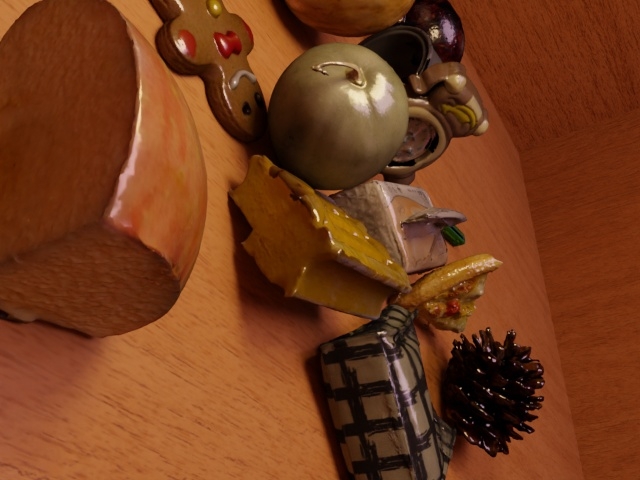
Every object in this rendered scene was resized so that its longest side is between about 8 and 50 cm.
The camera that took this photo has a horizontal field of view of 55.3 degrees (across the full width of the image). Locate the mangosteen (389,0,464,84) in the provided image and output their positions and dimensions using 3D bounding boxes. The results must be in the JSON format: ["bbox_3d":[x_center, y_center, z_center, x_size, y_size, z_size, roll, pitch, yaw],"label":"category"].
[{"bbox_3d":[0.314,-0.636,1.964,0.297,0.293,0.297,-23,90,-89],"label":"mangosteen"}]

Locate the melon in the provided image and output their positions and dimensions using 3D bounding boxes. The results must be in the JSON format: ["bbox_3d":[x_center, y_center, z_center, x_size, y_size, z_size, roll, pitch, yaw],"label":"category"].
[{"bbox_3d":[0.027,-0.222,1.123,0.271,0.308,0.272,10,72,-33],"label":"melon"}]

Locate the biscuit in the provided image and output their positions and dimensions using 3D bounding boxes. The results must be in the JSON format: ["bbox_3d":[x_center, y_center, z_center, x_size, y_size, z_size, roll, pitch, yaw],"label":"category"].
[{"bbox_3d":[-0.193,-0.379,1.068,0.432,0.064,0.283,64,28,-11],"label":"biscuit"}]

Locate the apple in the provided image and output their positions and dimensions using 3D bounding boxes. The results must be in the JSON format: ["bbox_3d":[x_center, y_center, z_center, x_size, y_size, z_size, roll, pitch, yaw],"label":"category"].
[{"bbox_3d":[-0.245,-0.081,0.643,0.252,0.314,0.309,6,60,-14],"label":"apple"}]

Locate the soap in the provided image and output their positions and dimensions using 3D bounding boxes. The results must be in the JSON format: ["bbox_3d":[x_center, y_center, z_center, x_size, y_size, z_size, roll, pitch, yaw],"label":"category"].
[{"bbox_3d":[0.000,0.000,1.046,0.281,0.143,0.259,24,24,-52],"label":"soap"}]

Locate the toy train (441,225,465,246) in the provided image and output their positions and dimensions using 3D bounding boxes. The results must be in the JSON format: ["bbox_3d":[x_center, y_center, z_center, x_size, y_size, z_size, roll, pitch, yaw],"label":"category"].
[{"bbox_3d":[0.408,-0.034,1.964,0.209,0.044,0.042,33,47,-49],"label":"toy train"}]

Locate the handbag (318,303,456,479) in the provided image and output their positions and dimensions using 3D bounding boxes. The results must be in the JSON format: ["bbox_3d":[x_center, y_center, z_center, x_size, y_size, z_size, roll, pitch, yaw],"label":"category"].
[{"bbox_3d":[0.141,0.303,1.148,0.327,0.162,0.325,-12,87,-70],"label":"handbag"}]

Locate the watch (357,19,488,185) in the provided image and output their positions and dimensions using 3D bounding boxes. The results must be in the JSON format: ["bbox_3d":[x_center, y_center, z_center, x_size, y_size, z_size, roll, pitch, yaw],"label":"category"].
[{"bbox_3d":[0.194,-0.351,1.457,0.314,0.335,0.327,40,34,-44],"label":"watch"}]

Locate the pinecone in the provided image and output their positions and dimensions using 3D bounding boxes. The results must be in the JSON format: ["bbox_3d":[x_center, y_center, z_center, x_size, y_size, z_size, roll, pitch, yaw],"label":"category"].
[{"bbox_3d":[0.430,0.364,1.517,0.298,0.242,0.296,1,102,-72],"label":"pinecone"}]

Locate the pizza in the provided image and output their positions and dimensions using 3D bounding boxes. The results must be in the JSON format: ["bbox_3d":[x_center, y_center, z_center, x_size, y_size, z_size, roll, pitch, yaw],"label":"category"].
[{"bbox_3d":[0.332,0.157,1.509,0.288,0.280,0.075,56,6,-47],"label":"pizza"}]

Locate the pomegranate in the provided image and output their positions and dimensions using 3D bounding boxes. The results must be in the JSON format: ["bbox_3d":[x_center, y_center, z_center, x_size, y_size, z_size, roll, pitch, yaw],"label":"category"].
[{"bbox_3d":[0.050,-0.668,1.405,0.410,0.410,0.410,40,40,-45],"label":"pomegranate"}]

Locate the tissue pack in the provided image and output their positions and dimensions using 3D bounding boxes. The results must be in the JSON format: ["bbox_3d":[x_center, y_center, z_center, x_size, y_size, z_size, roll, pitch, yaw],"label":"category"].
[{"bbox_3d":[0.193,-0.029,1.375,0.305,0.238,0.238,-2,74,-62],"label":"tissue pack"}]
